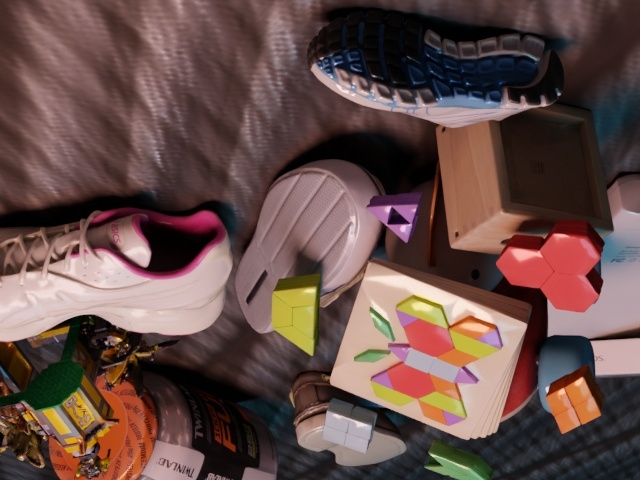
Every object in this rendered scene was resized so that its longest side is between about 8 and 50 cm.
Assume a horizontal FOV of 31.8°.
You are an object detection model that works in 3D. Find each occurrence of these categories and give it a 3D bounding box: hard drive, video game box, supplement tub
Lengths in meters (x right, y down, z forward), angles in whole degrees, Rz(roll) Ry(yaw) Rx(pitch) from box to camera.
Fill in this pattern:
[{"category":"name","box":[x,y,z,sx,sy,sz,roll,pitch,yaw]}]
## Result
[{"category":"hard drive","box":[0.358,0.028,1.200,0.233,0.047,0.353,0,156,-10]},{"category":"video game box","box":[0.385,0.148,1.403,0.205,0.048,0.187,-9,167,42]},{"category":"supplement tub","box":[-0.209,0.289,1.530,0.194,0.193,0.316,-15,155,23]}]

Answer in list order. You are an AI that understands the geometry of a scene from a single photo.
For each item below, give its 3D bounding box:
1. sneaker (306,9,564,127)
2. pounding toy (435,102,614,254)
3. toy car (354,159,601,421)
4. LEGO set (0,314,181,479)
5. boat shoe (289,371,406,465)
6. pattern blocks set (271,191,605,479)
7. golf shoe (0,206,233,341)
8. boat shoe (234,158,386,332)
[{"category":"sneaker","box":[0.075,-0.110,0.808,0.191,0.071,0.083,6,161,-22]},{"category":"pounding toy","box":[0.170,-0.034,0.917,0.141,0.130,0.100,8,154,-27]},{"category":"toy car","box":[0.119,0.035,1.000,0.219,0.210,0.238,-1,151,23]},{"category":"LEGO set","box":[-0.314,0.182,1.182,0.331,0.255,0.192,-20,127,8]},{"category":"boat shoe","box":[0.044,0.267,1.653,0.109,0.091,0.305,-24,153,14]},{"category":"pattern blocks set","box":[0.093,0.093,0.937,0.286,0.026,0.324,11,134,17]},{"category":"golf shoe","box":[-0.226,0.016,1.023,0.306,0.115,0.140,-2,147,-22]},{"category":"boat shoe","box":[0.000,0.000,1.038,0.094,0.109,0.302,-21,169,-26]}]
